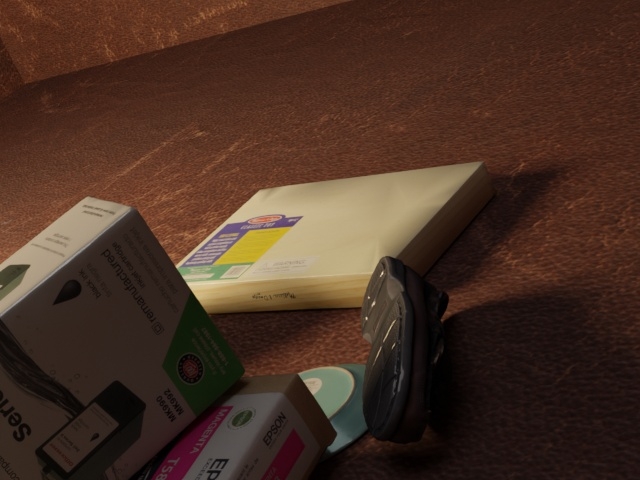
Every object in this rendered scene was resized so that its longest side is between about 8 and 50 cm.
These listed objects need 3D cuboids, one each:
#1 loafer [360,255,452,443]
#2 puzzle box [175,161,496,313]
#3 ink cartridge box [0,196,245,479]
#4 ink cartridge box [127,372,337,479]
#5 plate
[{"bbox_3d":[0.099,0.107,1.258,0.095,0.109,0.302,19,23,-8],"label":"loafer"},{"bbox_3d":[0.000,0.000,1.670,0.409,0.052,0.272,-5,29,41],"label":"puzzle box"},{"bbox_3d":[-0.247,0.131,1.154,0.289,0.211,0.121,-42,27,-22],"label":"ink cartridge box"},{"bbox_3d":[-0.123,0.235,1.178,0.193,0.088,0.235,-10,31,38],"label":"ink cartridge box"},{"bbox_3d":[-0.018,0.178,1.313,0.188,0.024,0.188,-22,22,9],"label":"plate"}]
